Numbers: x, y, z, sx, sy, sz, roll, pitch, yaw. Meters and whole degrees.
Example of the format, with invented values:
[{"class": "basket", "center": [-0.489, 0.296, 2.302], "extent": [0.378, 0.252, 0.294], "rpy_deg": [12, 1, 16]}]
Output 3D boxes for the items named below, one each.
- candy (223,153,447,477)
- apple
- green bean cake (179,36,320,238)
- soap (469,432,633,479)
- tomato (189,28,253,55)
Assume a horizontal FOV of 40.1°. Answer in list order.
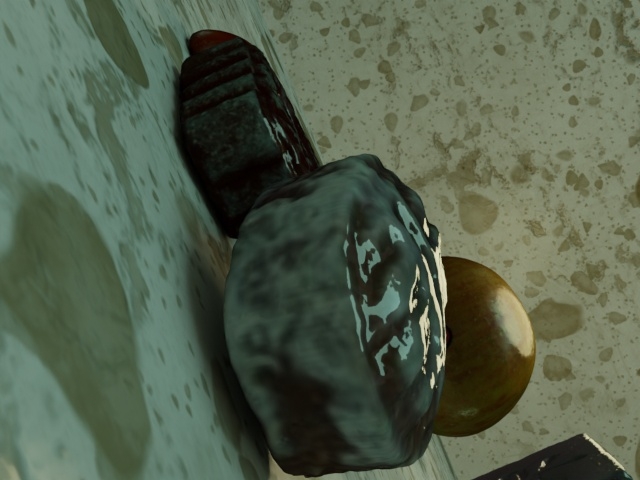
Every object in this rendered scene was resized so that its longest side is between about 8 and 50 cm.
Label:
[{"class": "candy", "center": [0.016, 0.053, 0.678], "extent": [0.289, 0.157, 0.214], "rpy_deg": [-63, 136, -64]}, {"class": "apple", "center": [0.294, 0.226, 1.924], "extent": [0.400, 0.333, 0.401], "rpy_deg": [-22, 90, -84]}, {"class": "green bean cake", "center": [-0.061, -0.086, 0.873], "extent": [0.233, 0.097, 0.199], "rpy_deg": [-105, 171, -62]}, {"class": "soap", "center": [0.264, 0.377, 1.160], "extent": [0.285, 0.296, 0.107], "rpy_deg": [33, 32, -85]}, {"class": "tomato", "center": [-0.091, -0.188, 1.111], "extent": [0.174, 0.082, 0.167], "rpy_deg": [27, 39, -79]}]
